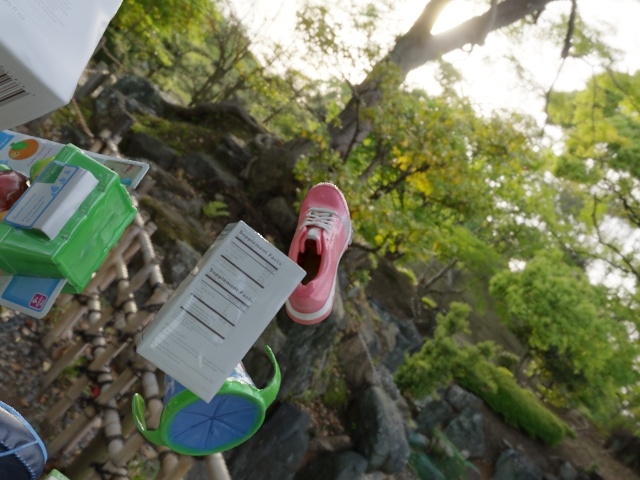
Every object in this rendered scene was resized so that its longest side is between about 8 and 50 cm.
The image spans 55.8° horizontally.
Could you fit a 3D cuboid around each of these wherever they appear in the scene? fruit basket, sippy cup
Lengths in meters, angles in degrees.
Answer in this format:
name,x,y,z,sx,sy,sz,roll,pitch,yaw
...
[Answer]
name,x,y,z,sx,sy,sz,roll,pitch,yaw
fruit basket,-0.521,-0.058,1.031,0.353,0.327,0.165,19,-32,12
sippy cup,-0.265,0.336,1.406,0.306,0.240,0.224,9,35,-28

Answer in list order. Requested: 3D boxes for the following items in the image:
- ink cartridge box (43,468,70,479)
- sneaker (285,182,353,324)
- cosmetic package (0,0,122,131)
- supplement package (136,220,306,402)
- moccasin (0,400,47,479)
name,x,y,z,sx,sy,sz,roll,pitch,yaw
ink cartridge box,-0.568,0.595,1.186,0.117,0.201,0.278,45,-17,-9
sneaker,0.001,0.000,1.180,0.116,0.313,0.136,5,-31,6
cosmetic package,-0.292,-0.308,0.415,0.377,0.097,0.284,50,40,-43
supplement package,-0.159,0.104,0.953,0.134,0.244,0.139,40,-10,-13
moccasin,-0.550,0.277,0.870,0.342,0.138,0.117,52,14,-30
